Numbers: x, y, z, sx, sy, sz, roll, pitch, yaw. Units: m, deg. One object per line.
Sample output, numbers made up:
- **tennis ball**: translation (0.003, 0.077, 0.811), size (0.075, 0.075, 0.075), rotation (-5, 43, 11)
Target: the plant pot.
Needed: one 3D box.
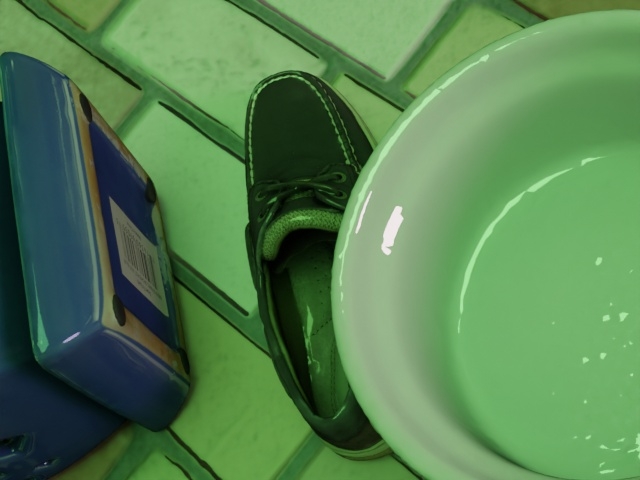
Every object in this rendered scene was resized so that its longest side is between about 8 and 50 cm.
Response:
- **plant pot**: translation (-0.217, 0.031, 0.663), size (0.212, 0.236, 0.236), rotation (-17, 66, 4)

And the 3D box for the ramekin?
- **ramekin**: translation (0.158, 0.025, 0.566), size (0.277, 0.135, 0.277), rotation (-12, 64, 27)

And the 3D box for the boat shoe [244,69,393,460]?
- **boat shoe**: translation (0.000, 0.000, 0.673), size (0.102, 0.092, 0.285), rotation (-15, 67, 12)
